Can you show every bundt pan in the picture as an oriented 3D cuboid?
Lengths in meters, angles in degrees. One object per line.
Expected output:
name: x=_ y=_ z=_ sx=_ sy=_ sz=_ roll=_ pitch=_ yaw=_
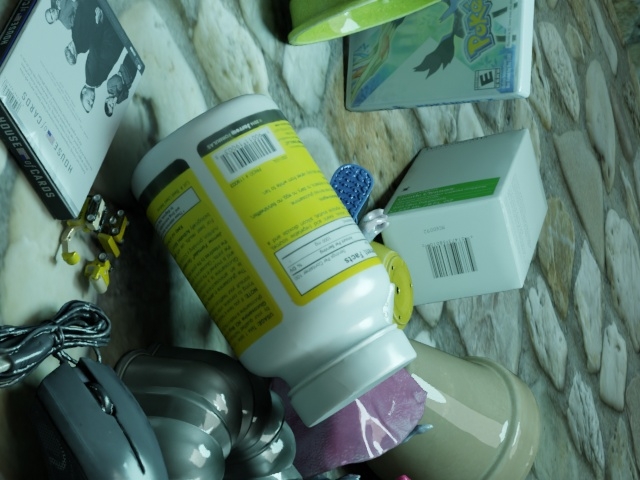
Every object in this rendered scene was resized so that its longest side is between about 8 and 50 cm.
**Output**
bundt pan: x=-0.120 y=0.269 z=1.637 sx=0.331 sy=0.124 sz=0.331 roll=-6 pitch=90 yaw=-65

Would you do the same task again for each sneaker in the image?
sneaker: x=0.000 y=0.000 z=2.027 sx=0.232 sy=0.081 sz=0.090 roll=-52 pitch=168 yaw=-37

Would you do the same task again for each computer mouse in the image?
computer mouse: x=-0.210 y=0.190 z=1.430 sx=0.188 sy=0.072 sz=0.272 roll=-20 pitch=89 yaw=-58

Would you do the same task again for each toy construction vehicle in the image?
toy construction vehicle: x=-0.235 y=-0.002 z=1.566 sx=0.086 sy=0.035 sz=0.098 roll=68 pitch=29 yaw=-55

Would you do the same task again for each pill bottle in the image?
pill bottle: x=-0.045 y=0.024 z=1.638 sx=0.334 sy=0.188 sz=0.188 roll=57 pitch=23 yaw=8

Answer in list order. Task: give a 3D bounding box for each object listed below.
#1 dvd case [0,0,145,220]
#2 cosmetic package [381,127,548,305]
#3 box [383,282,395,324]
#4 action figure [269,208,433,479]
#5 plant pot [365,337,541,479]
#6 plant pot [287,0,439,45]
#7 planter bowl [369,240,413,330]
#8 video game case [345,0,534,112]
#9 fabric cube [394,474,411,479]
dvd case: x=-0.260 y=-0.165 z=1.547 sx=0.238 sy=0.029 sz=0.179 roll=-73 pitch=147 yaw=-41
cosmetic package: x=0.230 y=-0.041 z=2.367 sx=0.365 sy=0.197 sz=0.155 roll=-59 pitch=136 yaw=-66
box: x=0.035 y=0.104 z=2.017 sx=0.102 sy=0.087 sz=0.101 roll=14 pitch=68 yaw=-24
action figure: x=-0.023 y=0.113 z=1.872 sx=0.370 sy=0.276 sz=0.248 roll=61 pitch=22 yaw=-2
plant pot: x=0.135 y=0.245 z=2.113 sx=0.229 sy=0.263 sz=0.263 roll=37 pitch=48 yaw=-33
plant pot: x=0.045 y=-0.430 z=2.062 sx=0.276 sy=0.276 sz=0.254 roll=-21 pitch=91 yaw=-65
planter bowl: x=0.075 y=0.074 z=2.161 sx=0.217 sy=0.090 sz=0.217 roll=-7 pitch=90 yaw=-66
video game case: x=0.173 y=-0.357 z=2.194 sx=0.036 sy=0.300 sz=0.329 roll=12 pitch=79 yaw=-52
fabric cube: x=0.086 y=0.473 z=1.776 sx=0.254 sy=0.259 sz=0.258 roll=44 pitch=18 yaw=-54
